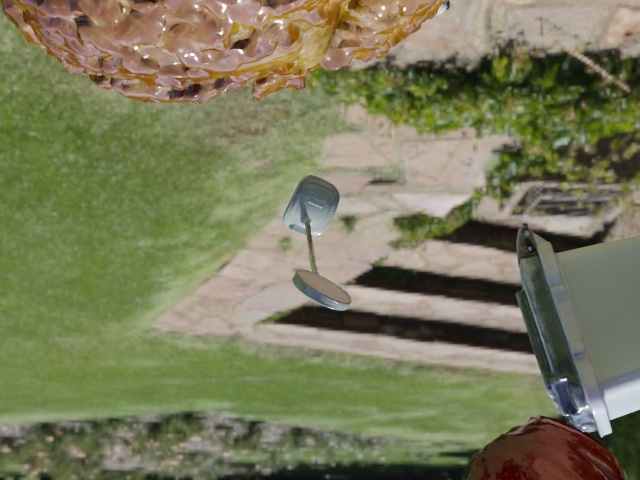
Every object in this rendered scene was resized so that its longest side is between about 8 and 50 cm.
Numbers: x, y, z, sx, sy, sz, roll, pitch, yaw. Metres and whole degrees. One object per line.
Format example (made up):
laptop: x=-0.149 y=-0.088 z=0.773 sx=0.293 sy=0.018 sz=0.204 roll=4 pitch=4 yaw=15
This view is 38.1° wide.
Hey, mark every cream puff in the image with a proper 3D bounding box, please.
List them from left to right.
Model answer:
cream puff: x=-0.026 y=-0.184 z=0.458 sx=0.303 sy=0.212 sz=0.303 roll=-38 pitch=176 yaw=-3

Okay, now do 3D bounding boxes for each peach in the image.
peach: x=0.172 y=0.263 z=0.856 sx=0.226 sy=0.190 sz=0.196 roll=-8 pitch=129 yaw=27

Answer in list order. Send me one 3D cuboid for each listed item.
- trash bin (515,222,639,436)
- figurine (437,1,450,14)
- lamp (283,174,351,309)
trash bin: x=0.477 y=0.087 z=1.312 sx=0.368 sy=0.296 sz=0.256 roll=-19 pitch=153 yaw=13
figurine: x=0.068 y=-0.255 z=0.923 sx=0.129 sy=0.072 sz=0.054 roll=0 pitch=-170 yaw=-15
lamp: x=0.000 y=0.000 z=0.796 sx=0.050 sy=0.056 sz=0.198 roll=26 pitch=-164 yaw=-16
